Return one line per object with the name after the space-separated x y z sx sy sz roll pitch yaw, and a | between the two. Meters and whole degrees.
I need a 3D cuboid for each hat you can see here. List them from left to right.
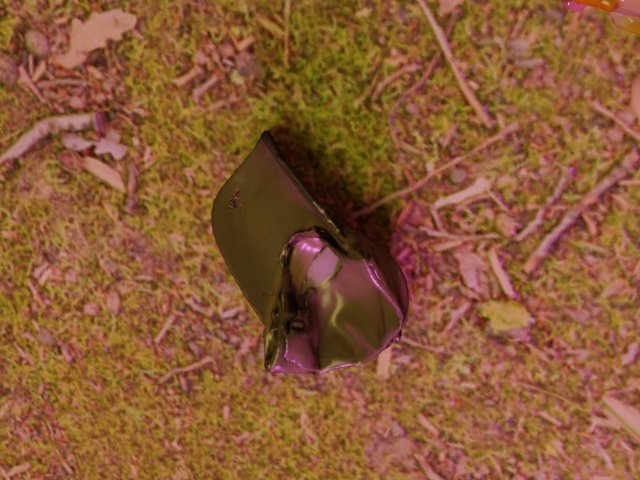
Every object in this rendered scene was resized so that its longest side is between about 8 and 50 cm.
0.000 0.000 1.054 0.147 0.085 0.175 -44 66 44 | hat

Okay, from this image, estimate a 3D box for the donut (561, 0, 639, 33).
0.232 -0.287 0.757 0.307 0.150 0.371 -5 109 27 | donut
